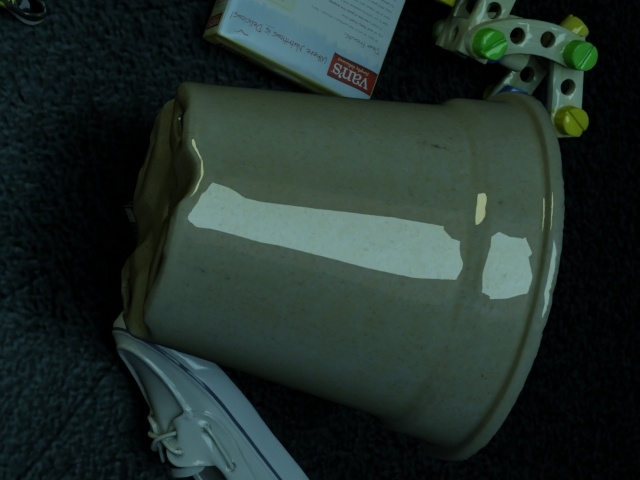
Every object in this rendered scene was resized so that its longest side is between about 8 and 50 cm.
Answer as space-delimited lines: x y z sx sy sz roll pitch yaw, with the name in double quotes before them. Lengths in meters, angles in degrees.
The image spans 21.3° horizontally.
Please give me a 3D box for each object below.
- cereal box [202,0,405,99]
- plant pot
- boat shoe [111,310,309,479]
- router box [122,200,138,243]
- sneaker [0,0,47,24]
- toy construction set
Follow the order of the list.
"cereal box" 0.005 -0.268 1.645 0.173 0.047 0.240 25 79 -24
"plant pot" 0.000 0.000 1.473 0.305 0.334 0.334 12 84 -16
"boat shoe" -0.112 0.179 1.564 0.088 0.096 0.267 -48 118 -24
"router box" -0.112 -0.014 1.590 0.122 0.038 0.092 -26 101 -24
"sneaker" -0.277 -0.220 1.510 0.083 0.035 0.031 24 79 -25
"toy construction set" 0.219 -0.283 1.694 0.215 0.151 0.328 24 79 -23
